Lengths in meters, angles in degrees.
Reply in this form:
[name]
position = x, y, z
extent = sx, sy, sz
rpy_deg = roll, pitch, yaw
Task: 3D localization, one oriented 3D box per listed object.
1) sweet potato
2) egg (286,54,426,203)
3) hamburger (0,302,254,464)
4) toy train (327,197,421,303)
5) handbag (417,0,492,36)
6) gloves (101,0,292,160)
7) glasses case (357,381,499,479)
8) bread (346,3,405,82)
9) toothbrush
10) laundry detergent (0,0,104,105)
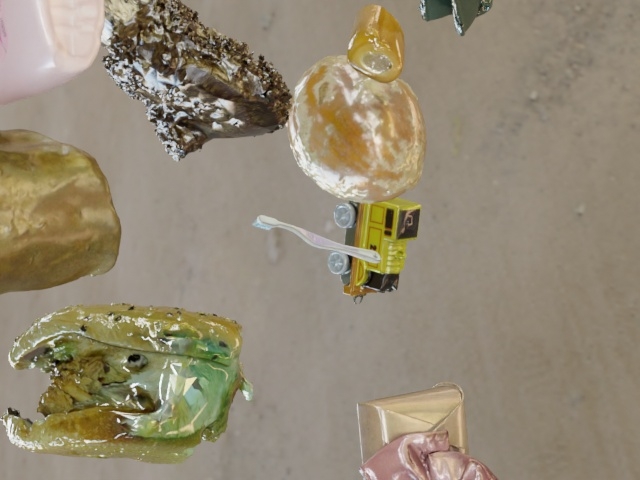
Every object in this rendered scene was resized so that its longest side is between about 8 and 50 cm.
[sweet potato]
position = -0.374, -0.017, 1.252
extent = 0.158, 0.369, 0.158
rpy_deg = 174, 90, -68
[egg]
position = 0.053, -0.154, 1.921
extent = 0.233, 0.195, 0.195
rpy_deg = 48, 122, 35
[hamburger]
position = -0.209, 0.161, 1.552
extent = 0.192, 0.288, 0.168
rpy_deg = 142, 132, -64
[toy train]
position = 0.089, 0.001, 2.182
extent = 0.127, 0.089, 0.219
rpy_deg = 16, 104, 39
[handbag]
position = 0.201, -0.417, 1.666
extent = 0.079, 0.260, 0.247
rpy_deg = 27, 63, 32
[gloves]
position = -0.181, -0.215, 1.672
extent = 0.135, 0.312, 0.210
rpy_deg = -56, -5, -28
[glasses case]
position = 0.073, 0.196, 0.925
extent = 0.070, 0.102, 0.194
rpy_deg = -10, 84, 44
[bread]
position = 0.062, -0.206, 1.422
extent = 0.049, 0.062, 0.103
rpy_deg = -59, 9, 30
[toothbrush]
position = 0.000, 0.000, 1.110
extent = 0.013, 0.131, 0.011
rpy_deg = -30, 53, 43
[laundry detergent]
position = -0.348, -0.198, 1.302
extent = 0.335, 0.088, 0.159
rpy_deg = -6, 83, 38
